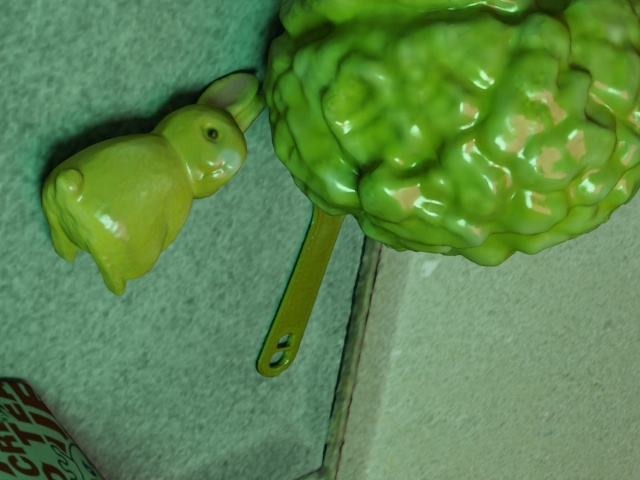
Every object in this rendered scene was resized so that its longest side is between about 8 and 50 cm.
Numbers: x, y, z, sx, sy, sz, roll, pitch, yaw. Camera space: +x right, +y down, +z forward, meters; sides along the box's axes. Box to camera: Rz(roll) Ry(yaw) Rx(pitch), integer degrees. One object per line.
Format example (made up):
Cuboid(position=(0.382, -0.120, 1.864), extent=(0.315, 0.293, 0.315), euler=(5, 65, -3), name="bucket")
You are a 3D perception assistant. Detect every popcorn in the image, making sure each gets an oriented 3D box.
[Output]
Cuboid(position=(0.085, -0.102, 1.105), extent=(0.259, 0.259, 0.212), euler=(-29, 124, -28), name="popcorn")

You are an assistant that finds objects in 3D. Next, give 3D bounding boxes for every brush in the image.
Cuboid(position=(0.000, 0.000, 1.259), extent=(0.082, 0.010, 0.218), euler=(-8, 127, -45), name="brush")

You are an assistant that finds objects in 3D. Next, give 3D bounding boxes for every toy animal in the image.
Cuboid(position=(-0.083, -0.047, 1.081), extent=(0.159, 0.070, 0.083), euler=(-37, 142, -28), name="toy animal")

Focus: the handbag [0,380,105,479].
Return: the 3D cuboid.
Cuboid(position=(-0.160, 0.205, 1.125), extent=(0.151, 0.171, 0.298), euler=(-38, 144, -17), name="handbag")
